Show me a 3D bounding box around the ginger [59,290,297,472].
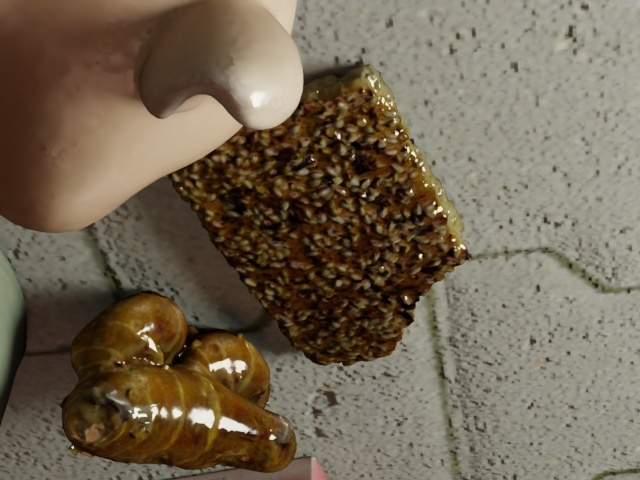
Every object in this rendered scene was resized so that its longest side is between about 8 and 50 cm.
[{"bbox_3d":[-0.088,0.088,0.876,0.162,0.103,0.073,19,143,-40],"label":"ginger"}]

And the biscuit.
[{"bbox_3d":[0.012,0.000,0.821,0.131,0.026,0.237,-14,140,17],"label":"biscuit"}]

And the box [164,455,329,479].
[{"bbox_3d":[-0.064,0.219,1.035,0.156,0.111,0.060,-11,134,9],"label":"box"}]

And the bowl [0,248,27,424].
[{"bbox_3d":[-0.345,0.107,0.811,0.354,0.185,0.354,-1,143,-1],"label":"bowl"}]

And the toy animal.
[{"bbox_3d":[-0.141,-0.083,0.574,0.256,0.195,0.213,1,150,-9],"label":"toy animal"}]
